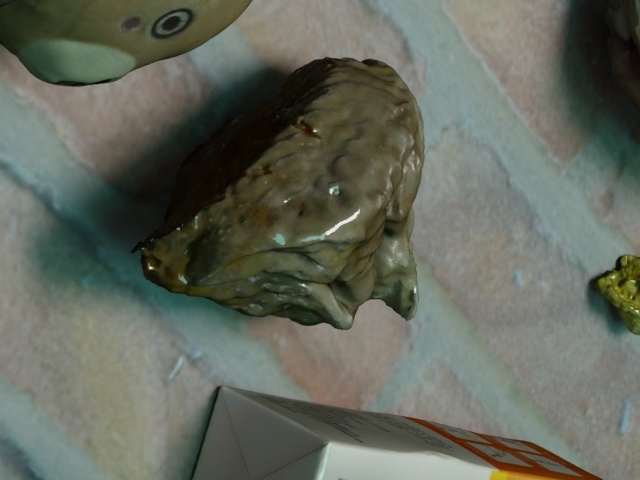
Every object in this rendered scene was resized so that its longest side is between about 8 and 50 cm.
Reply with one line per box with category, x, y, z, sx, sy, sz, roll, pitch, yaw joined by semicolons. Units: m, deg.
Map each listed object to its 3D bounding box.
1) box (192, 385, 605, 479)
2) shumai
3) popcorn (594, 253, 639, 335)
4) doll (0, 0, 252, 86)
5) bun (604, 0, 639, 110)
box;0.059;0.256;1.536;0.341;0.143;0.225;15;94;-41
shumai;0.004;-0.002;1.377;0.185;0.184;0.218;53;31;-19
popcorn;0.274;0.048;1.693;0.083;0.059;0.068;9;97;-30
doll;-0.193;-0.174;1.177;0.330;0.235;0.174;-5;80;-24
bun;0.340;-0.163;1.568;0.205;0.281;0.281;-1;104;-28
